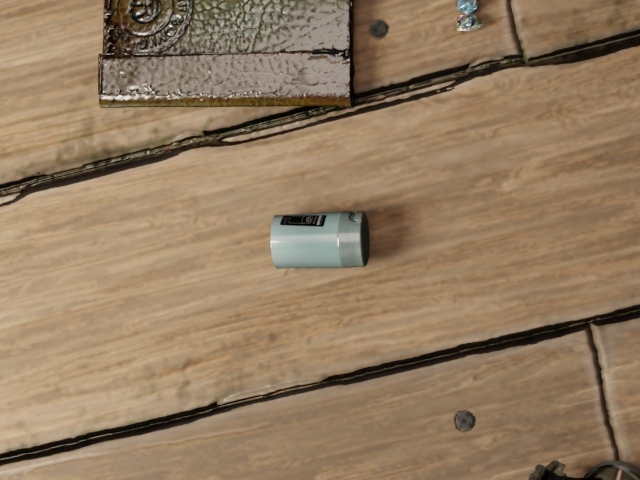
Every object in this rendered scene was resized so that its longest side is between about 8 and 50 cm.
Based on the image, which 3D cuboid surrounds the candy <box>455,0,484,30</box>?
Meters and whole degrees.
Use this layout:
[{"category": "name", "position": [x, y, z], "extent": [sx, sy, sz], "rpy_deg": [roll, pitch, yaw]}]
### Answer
[{"category": "candy", "position": [0.140, -0.234, 1.628], "extent": [0.030, 0.020, 0.083], "rpy_deg": [4, 80, 10]}]

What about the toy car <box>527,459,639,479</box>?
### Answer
[{"category": "toy car", "position": [0.257, 0.294, 1.463], "extent": [0.235, 0.172, 0.158], "rpy_deg": [28, 103, 10]}]

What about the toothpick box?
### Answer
[{"category": "toothpick box", "position": [0.000, 0.000, 1.599], "extent": [0.083, 0.052, 0.052], "rpy_deg": [-2, 81, 10]}]

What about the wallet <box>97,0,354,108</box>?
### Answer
[{"category": "wallet", "position": [-0.088, -0.189, 1.651], "extent": [0.243, 0.039, 0.133], "rpy_deg": [1, 81, 10]}]
